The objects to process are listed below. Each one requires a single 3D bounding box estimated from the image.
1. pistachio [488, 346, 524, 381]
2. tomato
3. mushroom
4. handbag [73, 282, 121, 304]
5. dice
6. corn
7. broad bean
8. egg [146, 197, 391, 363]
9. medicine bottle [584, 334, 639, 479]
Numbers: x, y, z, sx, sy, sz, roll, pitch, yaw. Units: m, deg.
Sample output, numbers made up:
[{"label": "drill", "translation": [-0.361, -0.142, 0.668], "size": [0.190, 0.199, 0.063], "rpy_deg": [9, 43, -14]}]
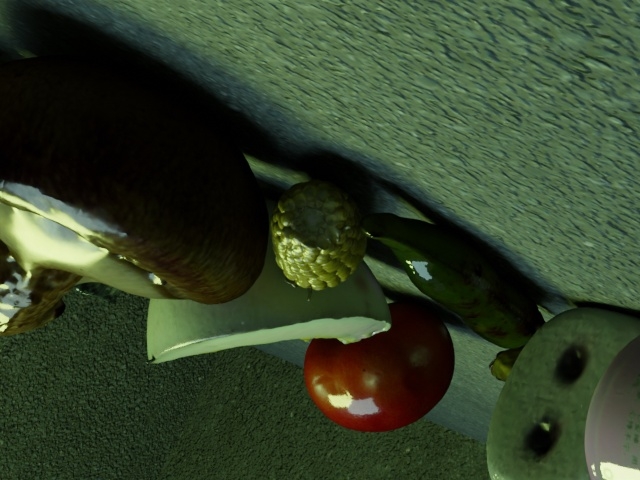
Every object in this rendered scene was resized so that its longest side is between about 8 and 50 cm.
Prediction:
[{"label": "pistachio", "translation": [0.260, 0.153, 1.640], "size": [0.090, 0.049, 0.173], "rpy_deg": [4, -175, -37]}, {"label": "tomato", "translation": [0.076, 0.159, 1.761], "size": [0.195, 0.195, 0.136], "rpy_deg": [8, 126, 64]}, {"label": "mushroom", "translation": [-0.213, -0.018, 1.276], "size": [0.346, 0.259, 0.345], "rpy_deg": [22, 174, 3]}, {"label": "handbag", "translation": [-0.283, -0.019, 1.767], "size": [0.089, 0.175, 0.270], "rpy_deg": [25, 172, 24]}, {"label": "dice", "translation": [0.280, 0.180, 1.267], "size": [0.193, 0.191, 0.194], "rpy_deg": [29, 173, -26]}, {"label": "corn", "translation": [-0.002, -0.005, 1.283], "size": [0.091, 0.091, 0.260], "rpy_deg": [62, 177, 4]}, {"label": "broad bean", "translation": [0.139, 0.045, 1.289], "size": [0.077, 0.061, 0.339], "rpy_deg": [41, -177, 40]}, {"label": "egg", "translation": [-0.060, 0.033, 1.499], "size": [0.271, 0.161, 0.206], "rpy_deg": [-7, 169, -13]}, {"label": "medicine bottle", "translation": [0.343, 0.162, 1.013], "size": [0.178, 0.178, 0.291], "rpy_deg": [30, 172, -25]}]
